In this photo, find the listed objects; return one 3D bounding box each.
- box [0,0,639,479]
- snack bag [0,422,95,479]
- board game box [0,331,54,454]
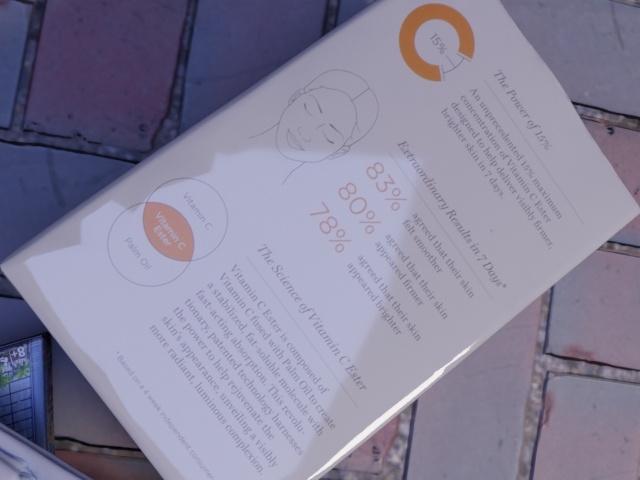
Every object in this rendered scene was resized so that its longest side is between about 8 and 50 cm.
[{"bbox_3d":[0.000,0.000,0.557,0.345,0.168,0.215,-37,95,-11],"label":"box"},{"bbox_3d":[-0.214,0.263,0.464,0.343,0.037,0.323,25,99,11],"label":"snack bag"},{"bbox_3d":[-0.257,0.183,0.545,0.194,0.060,0.194,-17,90,-13],"label":"board game box"}]
